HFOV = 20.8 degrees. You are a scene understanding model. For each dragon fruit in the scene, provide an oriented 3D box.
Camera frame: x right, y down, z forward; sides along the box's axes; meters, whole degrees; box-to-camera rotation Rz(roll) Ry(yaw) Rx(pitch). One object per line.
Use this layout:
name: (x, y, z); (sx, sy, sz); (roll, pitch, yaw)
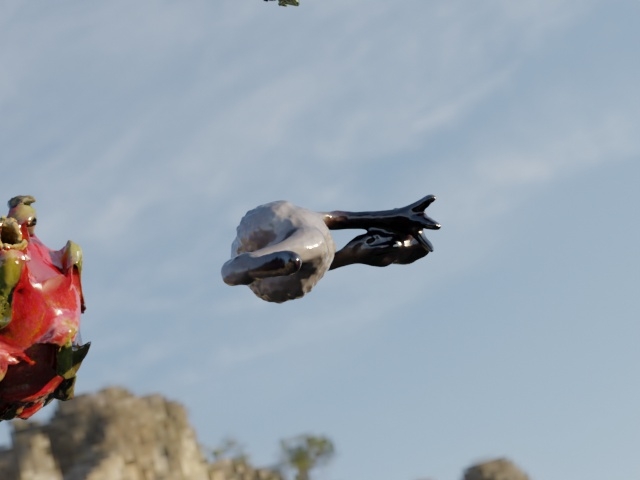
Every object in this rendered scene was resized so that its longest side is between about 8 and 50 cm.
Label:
dragon fruit: (-0.257, 0.057, 1.437); (0.166, 0.160, 0.172); (-50, -14, -50)

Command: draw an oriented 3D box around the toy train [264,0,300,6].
toy train: (-0.036, -0.237, 1.599); (0.053, 0.033, 0.083); (13, -4, 12)

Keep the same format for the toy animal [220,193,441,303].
toy animal: (-0.025, 0.007, 1.558); (0.195, 0.090, 0.324); (-17, -3, 30)
